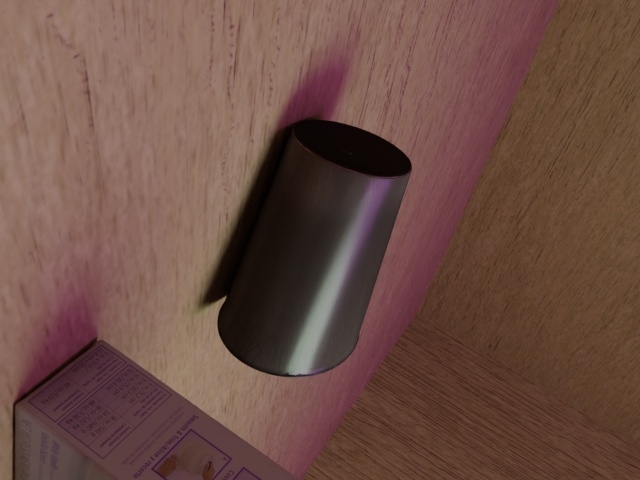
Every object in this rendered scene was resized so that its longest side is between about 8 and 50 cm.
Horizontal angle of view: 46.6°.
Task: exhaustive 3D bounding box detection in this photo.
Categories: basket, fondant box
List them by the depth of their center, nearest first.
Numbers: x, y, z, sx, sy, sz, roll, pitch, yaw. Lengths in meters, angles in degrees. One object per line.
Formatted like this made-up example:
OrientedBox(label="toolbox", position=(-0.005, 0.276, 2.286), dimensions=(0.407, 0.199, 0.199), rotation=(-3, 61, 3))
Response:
OrientedBox(label="fondant box", position=(-0.101, 0.268, 0.614), dimensions=(0.096, 0.330, 0.238), rotation=(-43, 158, -48))
OrientedBox(label="basket", position=(0.000, 0.000, 0.793), dimensions=(0.204, 0.154, 0.226), rotation=(-37, 150, -59))
